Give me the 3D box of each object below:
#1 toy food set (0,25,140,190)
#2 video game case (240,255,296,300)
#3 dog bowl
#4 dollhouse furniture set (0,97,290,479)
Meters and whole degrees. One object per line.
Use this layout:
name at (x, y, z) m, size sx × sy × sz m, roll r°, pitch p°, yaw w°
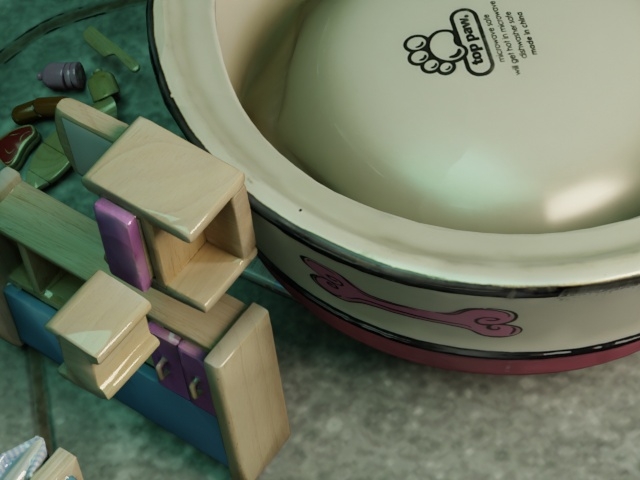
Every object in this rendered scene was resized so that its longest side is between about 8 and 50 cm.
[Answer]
toy food set at (-0.180, -0.087, 1.158) m, size 0.078 × 0.019 × 0.122 m, roll 39°, pitch 84°, yaw 27°
video game case at (0.000, 0.000, 1.076) m, size 0.122 × 0.011 × 0.087 m, roll 23°, pitch 69°, yaw 22°
dog bowl at (0.108, -0.097, 0.987) m, size 0.408 × 0.150 × 0.408 m, roll -1°, pitch 54°, yaw 1°
dollhouse furniture set at (-0.192, 0.110, 0.901) m, size 0.198 × 0.286 × 0.303 m, roll 27°, pitch 60°, yaw 23°
